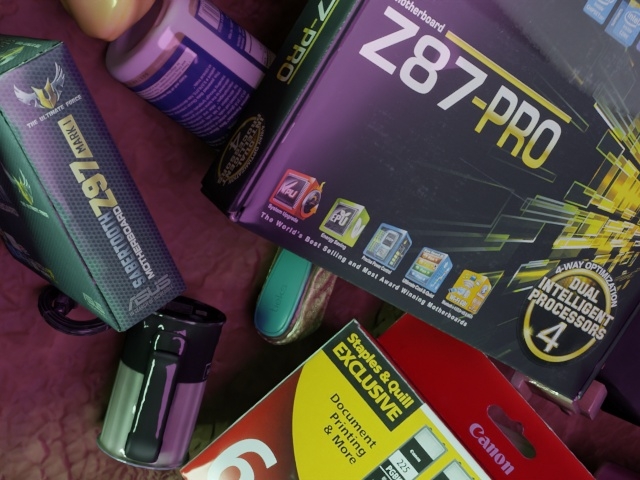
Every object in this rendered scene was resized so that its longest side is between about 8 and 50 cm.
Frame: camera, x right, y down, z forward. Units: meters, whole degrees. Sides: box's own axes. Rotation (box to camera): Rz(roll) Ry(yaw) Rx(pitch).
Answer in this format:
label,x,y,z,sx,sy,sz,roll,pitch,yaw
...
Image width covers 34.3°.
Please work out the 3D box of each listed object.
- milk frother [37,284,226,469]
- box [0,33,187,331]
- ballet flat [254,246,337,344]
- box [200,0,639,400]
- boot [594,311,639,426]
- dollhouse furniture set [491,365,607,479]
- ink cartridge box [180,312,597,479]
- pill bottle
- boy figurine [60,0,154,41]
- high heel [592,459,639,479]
label,x,y,z,sx,sy,sz,roll,pitch,yaw
milk frother,-0.170,0.112,0.878,0.143,0.129,0.135,17,98,11
box,-0.199,-0.051,0.720,0.059,0.232,0.183,-34,119,-24
ballet flat,0.000,0.000,0.958,0.067,0.073,0.206,19,98,-60
box,0.148,-0.079,0.856,0.395,0.097,0.318,30,95,-28
boot,0.340,-0.049,1.073,0.367,0.146,0.445,-44,118,0
dollhouse furniture set,0.188,0.259,1.145,0.303,0.173,0.355,-59,150,-10
ink cartridge box,0.086,0.231,0.897,0.272,0.309,0.130,-41,164,-1
pill bottle,-0.082,-0.128,0.845,0.169,0.094,0.094,35,86,-32
boy figurine,-0.129,-0.288,0.760,0.177,0.092,0.285,3,100,-35
high heel,0.466,0.356,1.223,0.377,0.181,0.127,23,90,-46
